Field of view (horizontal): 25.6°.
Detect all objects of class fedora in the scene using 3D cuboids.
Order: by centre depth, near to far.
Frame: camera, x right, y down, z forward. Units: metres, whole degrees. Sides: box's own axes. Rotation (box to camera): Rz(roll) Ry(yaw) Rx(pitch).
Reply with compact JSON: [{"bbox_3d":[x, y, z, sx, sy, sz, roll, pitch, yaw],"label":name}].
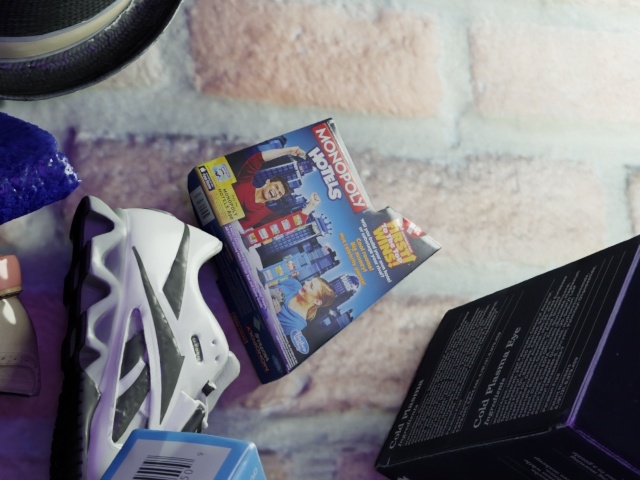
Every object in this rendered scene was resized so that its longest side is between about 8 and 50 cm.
[{"bbox_3d":[-0.236,-0.283,1.162,0.334,0.152,0.334,7,74,-23],"label":"fedora"}]

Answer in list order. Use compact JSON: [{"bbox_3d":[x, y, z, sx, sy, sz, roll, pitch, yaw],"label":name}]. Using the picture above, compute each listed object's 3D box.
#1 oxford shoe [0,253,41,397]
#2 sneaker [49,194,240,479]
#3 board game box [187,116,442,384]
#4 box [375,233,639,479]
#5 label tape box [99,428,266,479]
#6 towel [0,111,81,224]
[{"bbox_3d":[-0.363,0.116,1.013,0.348,0.123,0.130,-19,92,-26],"label":"oxford shoe"},{"bbox_3d":[-0.133,0.131,1.111,0.146,0.122,0.330,10,72,-20],"label":"sneaker"},{"bbox_3d":[0.000,0.000,1.245,0.194,0.060,0.194,-22,85,-29],"label":"board game box"},{"bbox_3d":[0.279,0.185,1.180,0.343,0.312,0.179,34,64,-14],"label":"box"},{"bbox_3d":[-0.098,0.346,1.002,0.249,0.115,0.347,-59,145,-47],"label":"label tape box"},{"bbox_3d":[-0.351,-0.010,1.010,0.308,0.228,0.076,-26,119,-28],"label":"towel"}]
